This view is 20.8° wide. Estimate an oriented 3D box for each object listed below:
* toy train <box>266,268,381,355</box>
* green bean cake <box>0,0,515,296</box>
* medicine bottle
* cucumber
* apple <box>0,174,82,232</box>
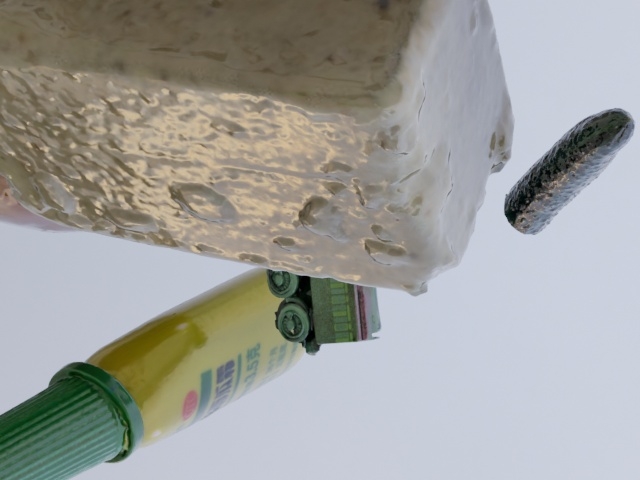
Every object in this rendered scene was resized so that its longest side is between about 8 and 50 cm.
[{"bbox_3d":[0.000,0.000,1.119,0.071,0.038,0.148,-5,-90,23],"label":"toy train"},{"bbox_3d":[-0.032,-0.053,0.583,0.179,0.109,0.085,11,-121,21],"label":"green bean cake"},{"bbox_3d":[-0.128,0.103,1.171,0.076,0.309,0.111,46,-44,20],"label":"medicine bottle"},{"bbox_3d":[0.142,-0.042,0.990,0.133,0.032,0.032,128,-36,-61],"label":"cucumber"},{"bbox_3d":[-0.199,-0.145,1.135,0.309,0.250,0.277,-146,-128,-61],"label":"apple"}]
